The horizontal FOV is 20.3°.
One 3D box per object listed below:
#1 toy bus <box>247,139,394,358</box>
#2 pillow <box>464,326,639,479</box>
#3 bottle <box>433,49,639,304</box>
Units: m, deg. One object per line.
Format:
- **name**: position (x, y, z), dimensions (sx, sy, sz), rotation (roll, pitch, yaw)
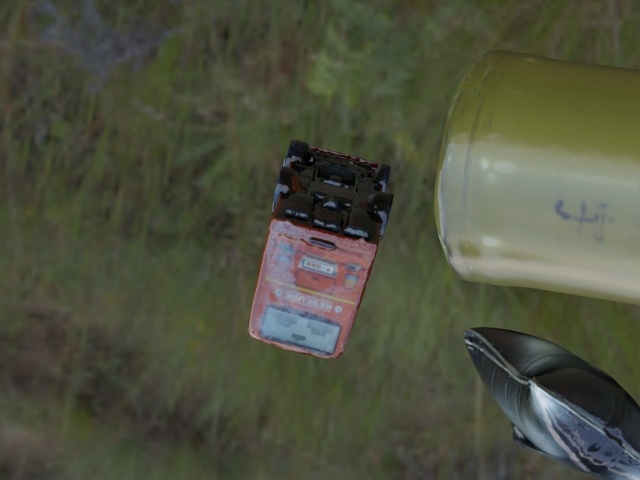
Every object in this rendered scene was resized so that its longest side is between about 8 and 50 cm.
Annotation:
- **toy bus**: position (0.000, 0.000, 0.487), dimensions (0.031, 0.043, 0.110), rotation (14, -169, 0)
- **pillow**: position (0.125, 0.084, 0.911), dimensions (0.055, 0.091, 0.136), rotation (-29, -169, -9)
- **bottle**: position (0.270, -0.029, 1.234), dimensions (0.351, 0.171, 0.171), rotation (10, 153, 23)
